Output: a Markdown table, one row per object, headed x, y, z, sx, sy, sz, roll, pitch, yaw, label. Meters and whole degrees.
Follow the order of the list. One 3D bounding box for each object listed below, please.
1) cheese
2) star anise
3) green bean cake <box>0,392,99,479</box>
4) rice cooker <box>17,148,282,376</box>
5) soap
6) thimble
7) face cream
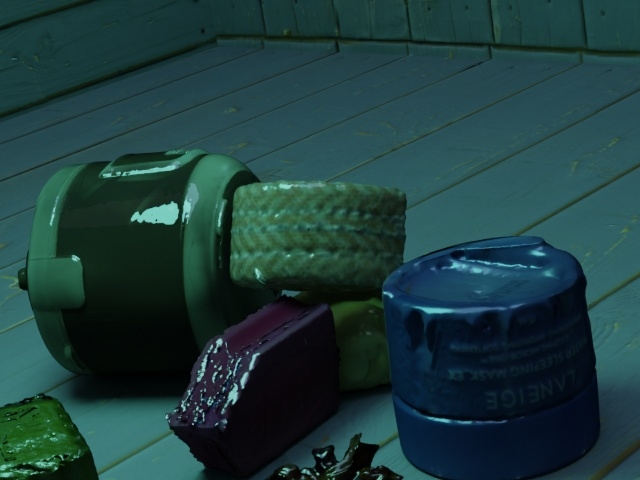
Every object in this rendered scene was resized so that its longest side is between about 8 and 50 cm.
| x | y | z | sx | sy | sz | roll | pitch | yaw | label |
| --- | --- | --- | --- | --- | --- | --- | --- | --- | --- |
| 0.039 | 0.131 | 2.116 | 0.226 | 0.117 | 0.214 | -7 | 22 | 20 | cheese |
| 0.012 | 0.282 | 1.765 | 0.168 | 0.057 | 0.168 | -13 | 26 | 6 | star anise |
| -0.377 | 0.280 | 1.853 | 0.200 | 0.113 | 0.214 | -13 | 20 | -16 | green bean cake |
| -0.245 | 0.033 | 2.199 | 0.325 | 0.335 | 0.335 | -3 | 19 | 18 | rice cooker |
| -0.083 | 0.190 | 1.924 | 0.099 | 0.162 | 0.250 | 12 | 29 | 34 | soap |
| -0.005 | 0.000 | 2.043 | 0.229 | 0.148 | 0.196 | 3 | -4 | -7 | thimble |
| 0.202 | 0.136 | 1.845 | 0.249 | 0.225 | 0.249 | -9 | 19 | 3 | face cream |
